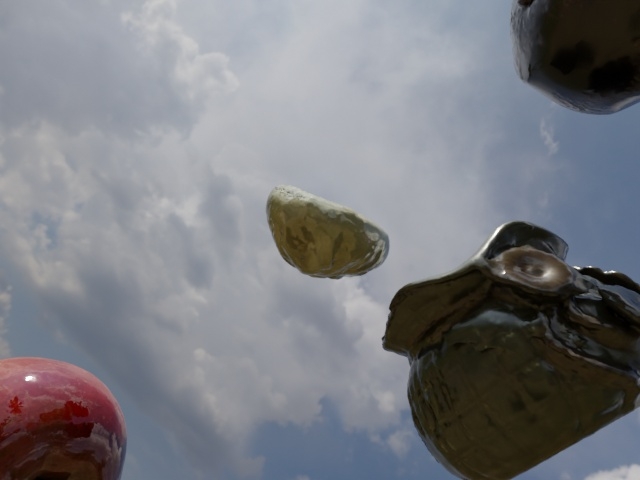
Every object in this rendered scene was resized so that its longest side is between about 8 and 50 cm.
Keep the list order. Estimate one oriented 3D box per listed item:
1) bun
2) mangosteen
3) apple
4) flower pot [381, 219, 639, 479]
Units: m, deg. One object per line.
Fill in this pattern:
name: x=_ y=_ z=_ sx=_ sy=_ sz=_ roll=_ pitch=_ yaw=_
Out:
bun: x=0.000 y=0.000 z=0.687 sx=0.183 sy=0.102 sz=0.183 roll=27 pitch=0 yaw=0
mangosteen: x=0.363 y=-0.271 z=0.567 sx=0.287 sy=0.287 sz=0.233 roll=-11 pitch=-86 yaw=45
apple: x=-0.381 y=0.271 z=0.625 sx=0.216 sy=0.260 sz=0.261 roll=12 pitch=-51 yaw=35
flower pot: x=0.232 y=0.122 z=0.585 sx=0.213 sy=0.301 sz=0.302 roll=59 pitch=-33 yaw=29
